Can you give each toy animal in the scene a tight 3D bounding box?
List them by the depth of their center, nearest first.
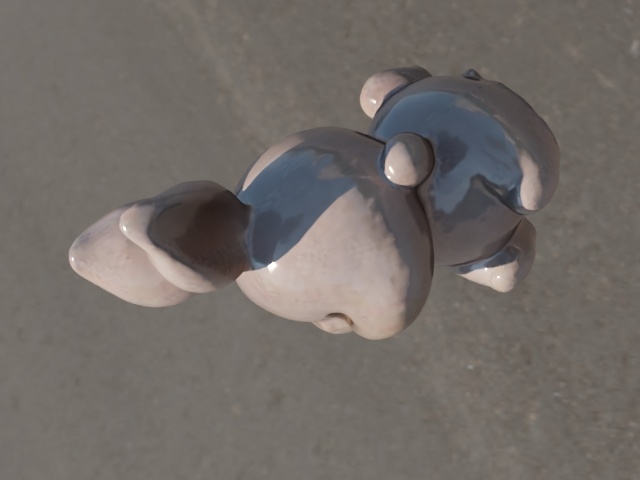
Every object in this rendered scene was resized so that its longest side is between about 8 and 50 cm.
[{"bbox_3d":[0.001,0.002,0.634,0.124,0.212,0.124,47,151,36],"label":"toy animal"}]
